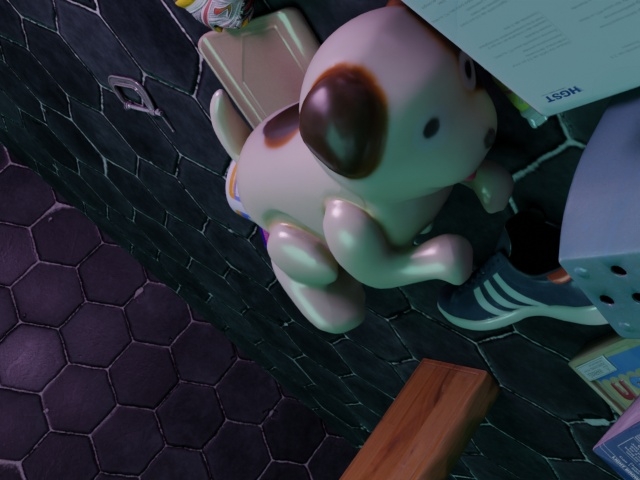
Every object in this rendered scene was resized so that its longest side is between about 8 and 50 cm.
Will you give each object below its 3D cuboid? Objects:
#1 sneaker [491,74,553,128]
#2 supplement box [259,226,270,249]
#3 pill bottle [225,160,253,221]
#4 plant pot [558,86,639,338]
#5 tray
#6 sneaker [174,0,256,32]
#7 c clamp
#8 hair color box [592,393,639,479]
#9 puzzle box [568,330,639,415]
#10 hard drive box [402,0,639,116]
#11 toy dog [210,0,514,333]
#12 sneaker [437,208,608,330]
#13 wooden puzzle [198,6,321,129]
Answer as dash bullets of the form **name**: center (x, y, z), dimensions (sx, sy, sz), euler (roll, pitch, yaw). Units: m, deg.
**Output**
- **sneaker**: center (0.230, -0.189, 0.639), dimensions (0.094, 0.081, 0.208), euler (41, 158, 3)
- **supplement box**: center (0.000, 0.000, 1.287), dimensions (0.220, 0.111, 0.114), euler (29, 154, 23)
- **pill bottle**: center (-0.022, -0.071, 1.142), dimensions (0.272, 0.152, 0.152), euler (24, 152, 32)
- **plant pot**: center (0.326, -0.035, 0.572), dimensions (0.165, 0.234, 0.165), euler (47, 156, -14)
- **tray**: center (0.195, 0.443, 1.404), dimensions (0.076, 0.411, 0.203), euler (51, 155, -22)
- **sneaker**: center (-0.115, -0.347, 0.896), dimensions (0.093, 0.088, 0.225), euler (39, 165, -28)
- **c clamp**: center (-0.411, -0.310, 1.468), dimensions (0.161, 0.022, 0.137), euler (23, 152, 33)
- **hair color box**: center (0.435, 0.157, 0.675), dimensions (0.105, 0.174, 0.347), euler (43, 158, 22)
- **puzzle box**: center (0.537, 0.203, 0.861), dimensions (0.272, 0.052, 0.409), euler (45, 158, 11)
- **hard drive box**: center (0.159, -0.200, 0.444), dimensions (0.232, 0.089, 0.181), euler (30, 159, -26)
- **toy dog**: center (0.059, -0.117, 0.810), dimensions (0.395, 0.285, 0.408), euler (48, 156, 2)
- **sneaker**: center (0.276, 0.035, 0.934), dimensions (0.148, 0.131, 0.350), euler (53, 149, -12)
- **wooden puzzle**: center (-0.061, -0.250, 1.027), dimensions (0.239, 0.044, 0.221), euler (3, 138, 48)
